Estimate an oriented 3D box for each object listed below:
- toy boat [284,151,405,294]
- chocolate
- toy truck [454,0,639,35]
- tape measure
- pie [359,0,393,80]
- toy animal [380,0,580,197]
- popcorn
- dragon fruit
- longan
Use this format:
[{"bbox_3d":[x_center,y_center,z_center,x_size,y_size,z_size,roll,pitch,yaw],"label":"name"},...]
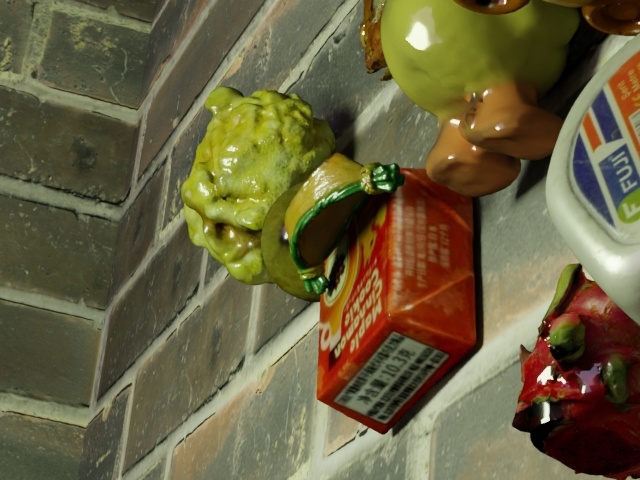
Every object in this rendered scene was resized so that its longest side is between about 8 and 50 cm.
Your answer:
[{"bbox_3d":[0.019,-0.029,1.910,0.088,0.089,0.229,53,140,19],"label":"toy boat"},{"bbox_3d":[0.083,0.063,1.927,0.237,0.108,0.235,130,149,-50],"label":"chocolate"},{"bbox_3d":[0.244,-0.312,1.491,0.211,0.288,0.204,116,164,-68],"label":"toy truck"},{"bbox_3d":[0.298,-0.066,1.262,0.265,0.130,0.258,-39,35,22],"label":"tape measure"},{"bbox_3d":[0.114,-0.353,2.199,0.308,0.085,0.308,-170,90,-72],"label":"pie"},{"bbox_3d":[0.163,-0.232,1.773,0.216,0.191,0.338,137,144,-60],"label":"toy animal"},{"bbox_3d":[-0.088,-0.083,2.381,0.242,0.235,0.250,29,125,48],"label":"popcorn"},{"bbox_3d":[0.233,0.093,1.366,0.166,0.160,0.172,58,-146,-46],"label":"dragon fruit"},{"bbox_3d":[0.000,0.000,2.198,0.155,0.145,0.176,-47,-17,14],"label":"longan"}]
